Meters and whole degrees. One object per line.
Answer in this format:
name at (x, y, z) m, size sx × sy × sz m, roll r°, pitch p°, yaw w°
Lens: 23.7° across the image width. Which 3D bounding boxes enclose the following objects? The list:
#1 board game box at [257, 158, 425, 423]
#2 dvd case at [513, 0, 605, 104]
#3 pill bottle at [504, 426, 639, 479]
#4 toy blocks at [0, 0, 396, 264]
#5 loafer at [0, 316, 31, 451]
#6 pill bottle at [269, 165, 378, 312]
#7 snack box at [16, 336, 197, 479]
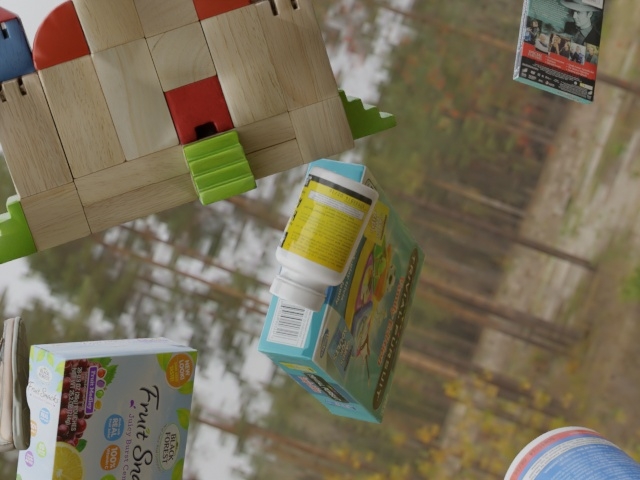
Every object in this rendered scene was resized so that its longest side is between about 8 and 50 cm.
board game box at (0.038, 0.074, 1.988) m, size 0.336 × 0.079 × 0.253 m, roll 49°, pitch -126°, yaw -64°
dvd case at (0.236, -0.201, 1.501) m, size 0.013 × 0.087 × 0.119 m, roll 153°, pitch 129°, yaw -65°
pill bottle at (0.250, 0.252, 1.267) m, size 0.221 × 0.124 × 0.124 m, roll 39°, pitch 112°, yaw 64°
toy blocks at (-0.149, -0.163, 1.320) m, size 0.191 × 0.381 × 0.261 m, roll -137°, pitch 29°, yaw -77°
loafer at (-0.283, 0.129, 1.370) m, size 0.045 × 0.039 × 0.125 m, roll 79°, pitch -176°, yaw -66°
pill bottle at (0.000, 0.000, 1.313) m, size 0.065 × 0.065 × 0.116 m, roll 41°, pitch -108°, yaw -87°
snack box at (-0.224, 0.210, 1.591) m, size 0.174 × 0.070 × 0.207 m, roll 1°, pitch -79°, yaw -45°
